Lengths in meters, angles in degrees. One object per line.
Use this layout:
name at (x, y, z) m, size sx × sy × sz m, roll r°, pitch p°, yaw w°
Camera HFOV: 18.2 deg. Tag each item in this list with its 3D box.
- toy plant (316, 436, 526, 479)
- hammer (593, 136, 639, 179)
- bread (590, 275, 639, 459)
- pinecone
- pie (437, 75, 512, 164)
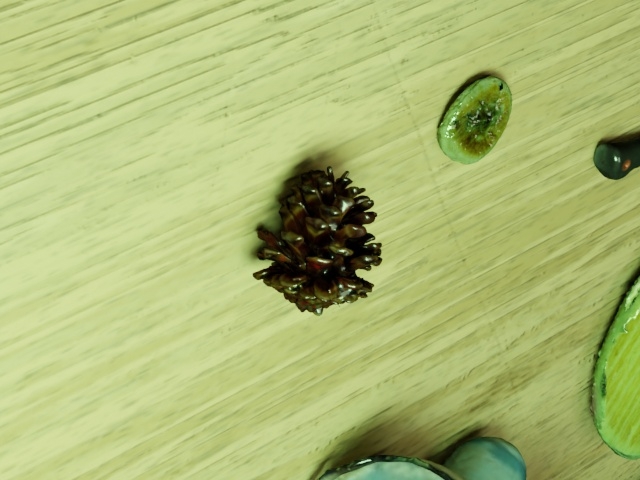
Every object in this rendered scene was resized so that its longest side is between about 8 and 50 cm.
toy plant at (0.135, 0.307, 1.848) m, size 0.332 × 0.247 × 0.247 m, roll 8°, pitch 112°, yaw -59°
hammer at (0.361, -0.101, 1.918) m, size 0.287 × 0.033 × 0.111 m, roll -18°, pitch 132°, yaw -41°
bread at (0.378, 0.097, 2.091) m, size 0.301 × 0.045 × 0.301 m, roll -29°, pitch 135°, yaw -33°
pinecone at (0.000, 0.001, 1.535) m, size 0.102 × 0.102 × 0.109 m, roll 37°, pitch 61°, yaw -55°
pie at (0.130, -0.100, 1.657) m, size 0.084 × 0.021 × 0.084 m, roll -31°, pitch 139°, yaw -31°
